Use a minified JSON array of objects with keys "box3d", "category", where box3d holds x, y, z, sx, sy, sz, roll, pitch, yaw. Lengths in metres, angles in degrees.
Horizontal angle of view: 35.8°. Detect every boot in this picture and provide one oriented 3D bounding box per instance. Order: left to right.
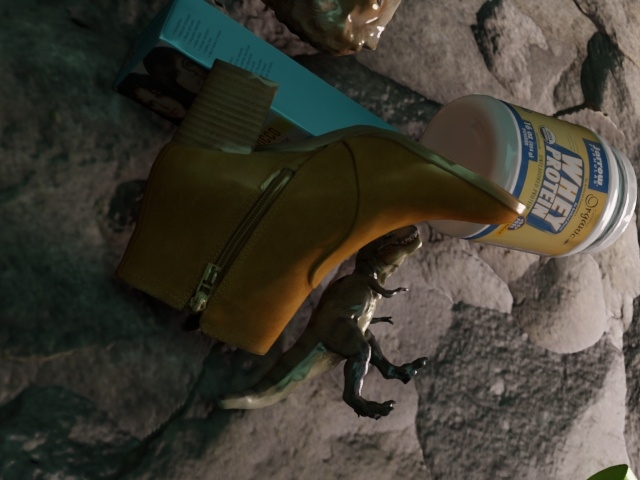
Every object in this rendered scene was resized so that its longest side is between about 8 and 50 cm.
[{"box3d":[-0.001,0.000,0.811,0.295,0.104,0.211,21,97,-8],"category":"boot"}]

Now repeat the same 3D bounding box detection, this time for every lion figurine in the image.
[{"box3d":[-0.085,-0.346,0.942,0.392,0.142,0.240,26,66,-9],"category":"lion figurine"}]

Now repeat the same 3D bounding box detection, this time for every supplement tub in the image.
[{"box3d":[0.210,-0.060,1.016,0.200,0.144,0.144,10,67,-32],"category":"supplement tub"}]

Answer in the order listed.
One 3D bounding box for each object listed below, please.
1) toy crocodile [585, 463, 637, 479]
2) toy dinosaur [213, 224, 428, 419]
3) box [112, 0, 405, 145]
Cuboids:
[{"box3d":[0.219,0.339,0.907,0.115,0.105,0.340,47,57,-12],"category":"toy crocodile"},{"box3d":[0.028,0.097,0.881,0.118,0.064,0.268,43,53,3],"category":"toy dinosaur"},{"box3d":[-0.051,-0.114,0.878,0.244,0.100,0.060,30,58,-23],"category":"box"}]
